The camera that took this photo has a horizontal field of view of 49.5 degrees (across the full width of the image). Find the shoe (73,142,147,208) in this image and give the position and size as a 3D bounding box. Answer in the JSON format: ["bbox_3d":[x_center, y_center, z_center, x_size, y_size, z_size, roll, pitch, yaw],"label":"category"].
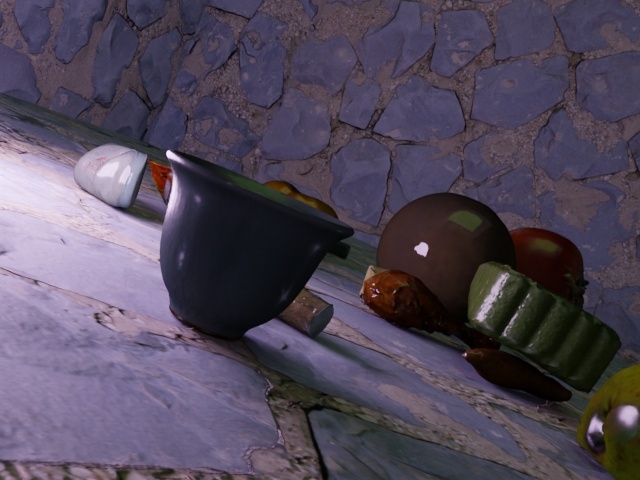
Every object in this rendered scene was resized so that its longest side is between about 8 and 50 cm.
[{"bbox_3d":[-0.370,-0.121,1.201,0.100,0.103,0.251,23,-1,-27],"label":"shoe"}]

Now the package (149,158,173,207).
[{"bbox_3d":[-0.223,-0.075,1.415,0.288,0.108,0.223,30,-4,-24],"label":"package"}]

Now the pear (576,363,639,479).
[{"bbox_3d":[0.429,0.227,0.861,0.256,0.163,0.238,20,8,-28],"label":"pear"}]

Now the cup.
[{"bbox_3d":[-0.085,0.016,0.691,0.199,0.150,0.199,24,4,-2],"label":"cup"}]

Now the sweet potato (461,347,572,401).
[{"bbox_3d":[0.313,0.213,1.104,0.265,0.057,0.057,23,4,-35],"label":"sweet potato"}]

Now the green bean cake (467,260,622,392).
[{"bbox_3d":[0.349,0.130,1.143,0.222,0.124,0.248,30,2,1],"label":"green bean cake"}]

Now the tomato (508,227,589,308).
[{"bbox_3d":[0.555,0.122,1.880,0.322,0.321,0.321,24,4,-2],"label":"tomato"}]

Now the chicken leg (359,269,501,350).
[{"bbox_3d":[0.209,0.136,1.253,0.304,0.093,0.113,27,10,-19],"label":"chicken leg"}]

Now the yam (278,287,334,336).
[{"bbox_3d":[-0.046,0.073,0.873,0.132,0.054,0.054,27,5,30],"label":"yam"}]

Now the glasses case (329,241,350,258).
[{"bbox_3d":[0.000,0.000,2.094,0.184,0.039,0.078,24,4,0],"label":"glasses case"}]

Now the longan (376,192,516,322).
[{"bbox_3d":[0.280,0.044,1.539,0.319,0.318,0.319,24,4,-2],"label":"longan"}]

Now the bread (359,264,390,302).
[{"bbox_3d":[0.129,0.099,1.315,0.084,0.080,0.109,19,3,-24],"label":"bread"}]

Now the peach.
[{"bbox_3d":[-0.065,-0.066,1.864,0.251,0.153,0.251,23,12,-5],"label":"peach"}]
